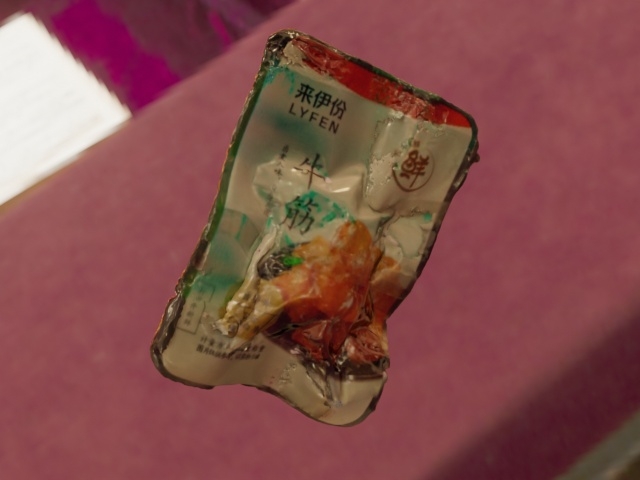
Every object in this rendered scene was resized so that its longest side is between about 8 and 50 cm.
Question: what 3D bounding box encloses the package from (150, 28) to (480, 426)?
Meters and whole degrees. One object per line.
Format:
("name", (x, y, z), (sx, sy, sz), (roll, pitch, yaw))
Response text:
("package", (0.000, 0.000, 1.133), (0.040, 0.166, 0.232), (17, 83, 65))
